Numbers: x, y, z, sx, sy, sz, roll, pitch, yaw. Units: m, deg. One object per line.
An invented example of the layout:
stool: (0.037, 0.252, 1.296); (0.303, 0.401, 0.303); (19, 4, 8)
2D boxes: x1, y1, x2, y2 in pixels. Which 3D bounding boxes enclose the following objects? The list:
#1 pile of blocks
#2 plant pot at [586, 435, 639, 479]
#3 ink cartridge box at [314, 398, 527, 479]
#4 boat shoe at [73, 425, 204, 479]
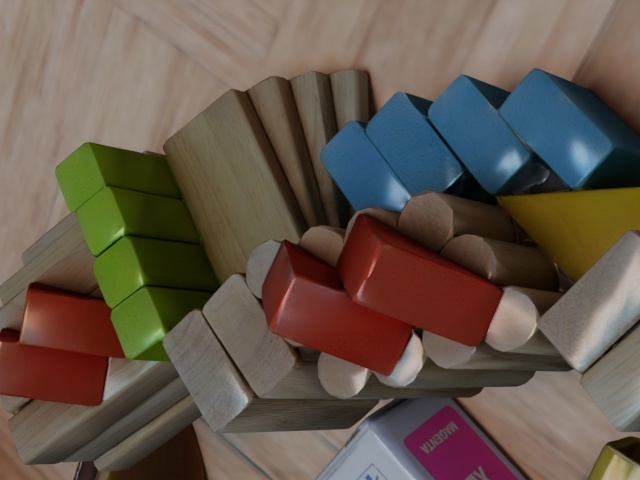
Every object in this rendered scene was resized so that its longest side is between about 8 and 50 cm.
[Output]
pile of blocks: (0.000, 0.000, 0.499); (0.362, 0.112, 0.149); (-9, 80, 33)
plant pot: (0.115, 0.124, 0.489); (0.081, 0.081, 0.083); (32, 96, 19)
ink cartridge box: (0.090, 0.230, 0.588); (0.311, 0.065, 0.186); (48, 128, 14)
boat shoe: (-0.103, 0.179, 0.673); (0.073, 0.073, 0.207); (-2, 79, 41)
